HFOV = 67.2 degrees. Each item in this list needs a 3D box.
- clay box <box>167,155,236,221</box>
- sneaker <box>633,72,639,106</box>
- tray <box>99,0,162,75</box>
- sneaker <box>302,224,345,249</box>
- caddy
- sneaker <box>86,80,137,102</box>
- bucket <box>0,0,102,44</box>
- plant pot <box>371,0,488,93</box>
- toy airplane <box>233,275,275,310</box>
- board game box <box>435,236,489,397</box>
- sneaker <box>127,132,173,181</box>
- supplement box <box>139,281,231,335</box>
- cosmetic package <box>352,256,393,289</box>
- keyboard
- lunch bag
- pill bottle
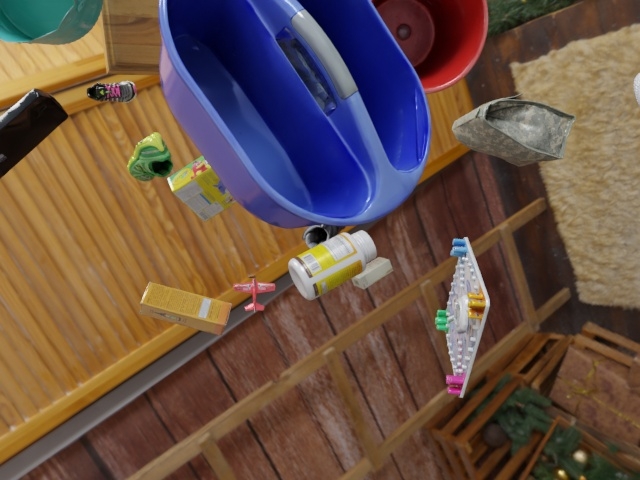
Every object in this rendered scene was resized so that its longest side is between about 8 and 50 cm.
[{"bbox_3d":[-0.198,-0.144,1.043,0.053,0.222,0.127,59,-178,35],"label":"clay box"},{"bbox_3d":[0.918,-0.283,1.121,0.365,0.137,0.210,63,152,4],"label":"sneaker"},{"bbox_3d":[-0.375,-0.562,1.322,0.076,0.411,0.202,16,112,61],"label":"tray"},{"bbox_3d":[0.000,0.000,1.522,0.101,0.153,0.268,36,137,13],"label":"sneaker"},{"bbox_3d":[-0.025,-0.171,0.536,0.341,0.241,0.179,54,158,-9],"label":"caddy"},{"bbox_3d":[-0.642,-0.452,1.471,0.171,0.075,0.063,4,107,21],"label":"sneaker"},{"bbox_3d":[-0.594,-0.534,0.975,0.183,0.281,0.281,-99,-15,-73],"label":"bucket"},{"bbox_3d":[0.211,-0.484,1.109,0.243,0.275,0.274,-103,-9,-71],"label":"plant pot"},{"bbox_3d":[-0.234,0.192,1.723,0.151,0.151,0.028,45,151,20],"label":"toy airplane"},{"bbox_3d":[0.457,0.244,1.606,0.050,0.390,0.389,6,120,3],"label":"board game box"},{"bbox_3d":[-0.582,-0.257,1.659,0.123,0.109,0.295,52,151,-4],"label":"sneaker"},{"bbox_3d":[-0.372,0.189,1.334,0.234,0.080,0.078,16,142,-12],"label":"supplement box"},{"bbox_3d":[0.152,0.096,1.431,0.060,0.115,0.041,16,131,63],"label":"cosmetic package"},{"bbox_3d":[-0.352,-0.090,0.486,0.038,0.192,0.100,41,168,-1],"label":"keyboard"},{"bbox_3d":[0.582,-0.352,1.505,0.287,0.168,0.235,16,-179,-8],"label":"lunch bag"},{"bbox_3d":[0.034,0.056,1.238,0.117,0.215,0.117,54,161,28],"label":"pill bottle"}]
